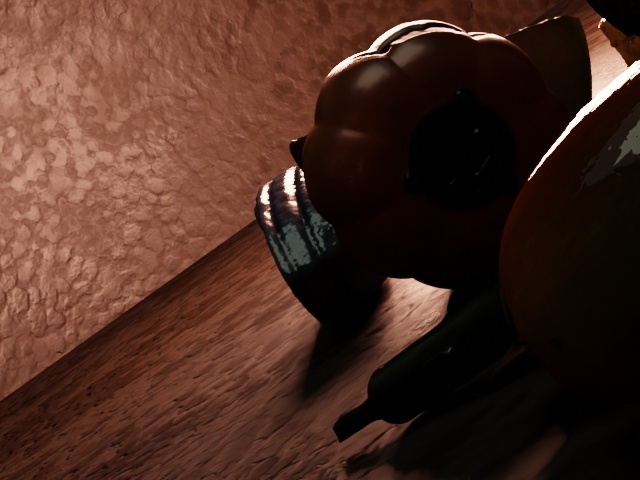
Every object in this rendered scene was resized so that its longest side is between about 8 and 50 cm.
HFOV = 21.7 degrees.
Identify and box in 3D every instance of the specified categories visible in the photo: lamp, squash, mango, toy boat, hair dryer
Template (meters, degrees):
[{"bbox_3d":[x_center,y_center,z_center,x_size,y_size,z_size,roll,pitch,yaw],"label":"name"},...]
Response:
[{"bbox_3d":[0.079,-0.060,1.163,0.187,0.188,0.164,-34,9,-4],"label":"lamp"},{"bbox_3d":[0.107,-0.081,1.335,0.237,0.204,0.155,-23,30,4],"label":"squash"},{"bbox_3d":[0.199,-0.039,0.638,0.289,0.129,0.146,-26,3,-7],"label":"mango"},{"bbox_3d":[0.000,0.000,1.406,0.078,0.127,0.283,-28,7,5],"label":"toy boat"},{"bbox_3d":[0.081,0.057,0.854,0.248,0.078,0.195,-42,1,35],"label":"hair dryer"}]

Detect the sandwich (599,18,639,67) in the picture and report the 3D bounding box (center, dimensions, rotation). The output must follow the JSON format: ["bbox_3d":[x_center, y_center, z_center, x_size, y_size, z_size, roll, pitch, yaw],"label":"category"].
[{"bbox_3d":[0.375,-0.225,1.303,0.301,0.099,0.271,-32,5,6],"label":"sandwich"}]

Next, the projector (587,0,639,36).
[{"bbox_3d":[0.360,-0.340,1.044,0.405,0.242,0.395,-7,40,47],"label":"projector"}]
